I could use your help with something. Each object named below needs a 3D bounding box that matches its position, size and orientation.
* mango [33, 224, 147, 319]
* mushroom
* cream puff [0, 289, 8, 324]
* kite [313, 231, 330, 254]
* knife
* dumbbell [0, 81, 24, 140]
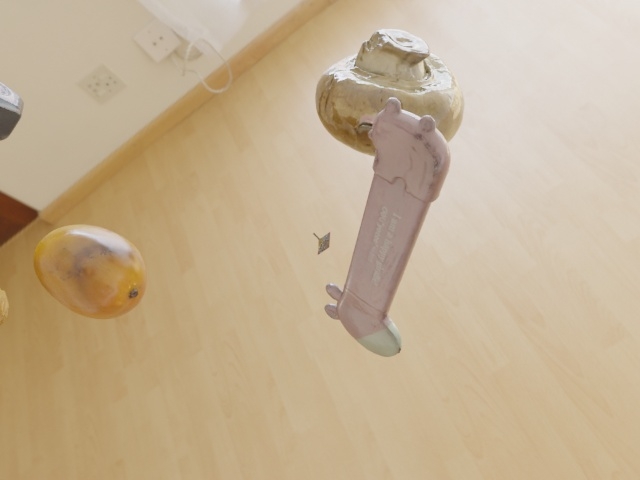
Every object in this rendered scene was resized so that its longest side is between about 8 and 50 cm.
[{"bbox_3d":[-0.322,0.039,0.755,0.219,0.145,0.112,8,55,47],"label":"mango"},{"bbox_3d":[0.114,-0.229,0.881,0.255,0.255,0.184,52,138,37],"label":"mushroom"},{"bbox_3d":[-0.789,0.126,1.037,0.327,0.343,0.231,-21,45,40],"label":"cream puff"},{"bbox_3d":[0.004,-0.005,1.006,0.044,0.002,0.078,-50,31,26],"label":"kite"},{"bbox_3d":[0.077,0.012,0.653,0.132,0.399,0.038,31,53,18],"label":"knife"},{"bbox_3d":[-0.632,-0.135,0.904,0.325,0.144,0.160,-51,38,10],"label":"dumbbell"}]
